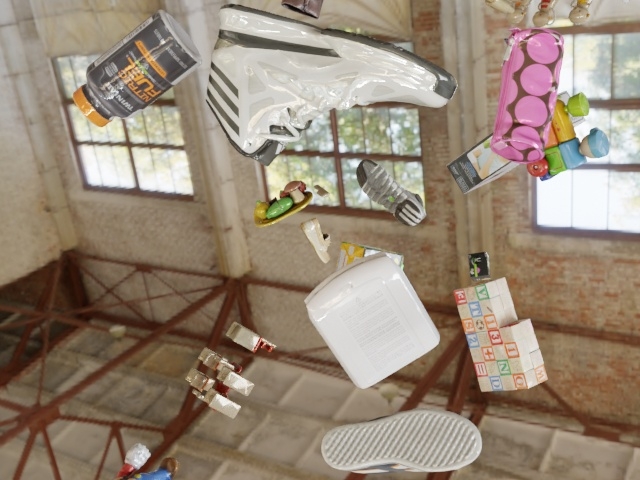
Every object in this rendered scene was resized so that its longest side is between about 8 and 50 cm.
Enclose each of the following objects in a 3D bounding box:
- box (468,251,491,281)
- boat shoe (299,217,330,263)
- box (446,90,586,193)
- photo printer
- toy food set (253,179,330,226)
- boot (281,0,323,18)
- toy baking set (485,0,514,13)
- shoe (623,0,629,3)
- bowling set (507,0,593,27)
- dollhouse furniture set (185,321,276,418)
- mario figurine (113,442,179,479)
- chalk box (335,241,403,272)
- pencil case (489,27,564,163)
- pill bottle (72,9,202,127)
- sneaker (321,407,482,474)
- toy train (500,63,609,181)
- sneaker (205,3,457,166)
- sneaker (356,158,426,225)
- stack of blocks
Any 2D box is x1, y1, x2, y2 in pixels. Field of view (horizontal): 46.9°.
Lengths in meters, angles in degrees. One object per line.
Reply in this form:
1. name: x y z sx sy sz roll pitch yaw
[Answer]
1. box: 0.529 0.087 2.451 0.062 0.083 0.052 -10 157 20
2. boat shoe: 0.000 0.000 2.080 0.059 0.170 0.063 -31 -133 -1
3. box: 0.461 -0.231 1.754 0.169 0.087 0.290 -24 172 -40
4. photo printer: 0.123 0.190 1.824 0.256 0.307 0.107 -32 -153 2
5. toy food set: -0.095 -0.119 2.003 0.218 0.071 0.128 -28 -157 0
6. boot: 0.004 -0.740 2.147 0.249 0.206 0.090 11 174 -28
7. toy baking set: 0.380 -0.625 1.704 0.030 0.196 0.256 -20 174 36
8. shoe: 0.917 -0.789 2.220 0.081 0.178 0.063 -36 -130 24
9. bowling set: 0.534 -0.638 1.842 0.200 0.154 0.287 27 172 -30
10. dollhouse furniture set: -0.262 0.391 2.225 0.259 0.135 0.262 -59 -155 -7
11. mario figurine: -0.426 0.603 1.782 0.198 0.170 0.321 11 -179 28
12. chalk box: 0.174 0.090 2.389 0.213 0.132 0.132 12 -178 -35
13. pencil case: 0.327 -0.234 1.187 0.098 0.209 0.095 15 170 -35
14. pill bottle: -0.363 -0.325 1.440 0.246 0.130 0.130 -35 -160 10
15. sneaker: 0.172 0.413 1.512 0.321 0.126 0.127 -6 161 18
16. toy train: 0.451 -0.251 1.429 0.143 0.247 0.105 -18 -174 42
17. sneaker: 0.000 -0.237 1.295 0.448 0.257 0.169 19 -169 18
18. sneaker: 0.198 -0.130 2.000 0.228 0.086 0.132 48 -157 12
19. stack of blocks: 0.495 0.259 2.043 0.087 0.297 0.171 -12 174 -37
